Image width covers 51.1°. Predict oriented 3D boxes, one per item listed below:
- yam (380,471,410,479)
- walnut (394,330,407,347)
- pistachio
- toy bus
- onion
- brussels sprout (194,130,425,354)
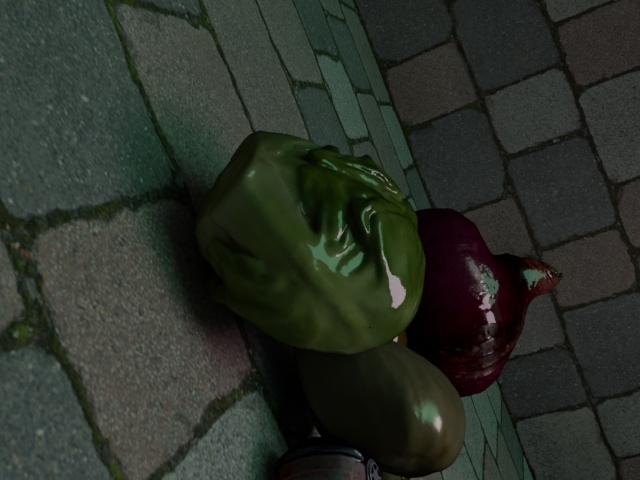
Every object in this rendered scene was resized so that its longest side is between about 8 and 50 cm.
[{"bbox_3d":[0.130,0.393,1.187,0.071,0.067,0.317,40,22,-1],"label":"yam"},{"bbox_3d":[0.086,0.142,1.230,0.137,0.137,0.245,21,51,-67],"label":"walnut"},{"bbox_3d":[0.078,0.210,0.940,0.288,0.197,0.166,41,-33,41],"label":"pistachio"},{"bbox_3d":[0.048,0.390,0.857,0.302,0.128,0.147,58,25,-33],"label":"toy bus"},{"bbox_3d":[0.322,0.115,1.405,0.398,0.421,0.398,170,-90,-90],"label":"onion"},{"bbox_3d":[0.000,0.000,0.887,0.328,0.247,0.328,35,13,-9],"label":"brussels sprout"}]
